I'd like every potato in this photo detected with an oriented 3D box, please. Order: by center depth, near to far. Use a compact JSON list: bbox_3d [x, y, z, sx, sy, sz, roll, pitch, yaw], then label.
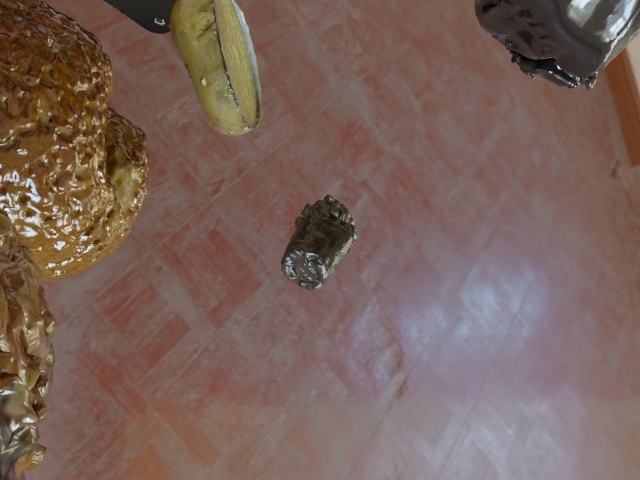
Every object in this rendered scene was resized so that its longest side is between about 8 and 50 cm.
[{"bbox_3d":[-0.138,-0.230,0.878,0.164,0.081,0.201,-75,152,-65],"label":"potato"}]

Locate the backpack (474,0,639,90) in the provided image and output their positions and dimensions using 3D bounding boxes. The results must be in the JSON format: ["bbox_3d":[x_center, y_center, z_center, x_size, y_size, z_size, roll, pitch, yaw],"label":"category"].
[{"bbox_3d":[0.308,-0.378,0.739,0.254,0.363,0.446,31,33,-12],"label":"backpack"}]

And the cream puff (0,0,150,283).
[{"bbox_3d":[-0.284,-0.105,0.643,0.212,0.303,0.303,-39,99,-19],"label":"cream puff"}]

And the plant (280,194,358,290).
[{"bbox_3d":[0.000,0.000,0.965,0.092,0.094,0.143,29,39,-1],"label":"plant"}]

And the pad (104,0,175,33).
[{"bbox_3d":[-0.317,-0.555,1.106,0.315,0.063,0.376,31,71,-35],"label":"pad"}]

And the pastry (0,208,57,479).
[{"bbox_3d":[-0.283,0.128,0.310,0.292,0.337,0.405,29,88,-33],"label":"pastry"}]
